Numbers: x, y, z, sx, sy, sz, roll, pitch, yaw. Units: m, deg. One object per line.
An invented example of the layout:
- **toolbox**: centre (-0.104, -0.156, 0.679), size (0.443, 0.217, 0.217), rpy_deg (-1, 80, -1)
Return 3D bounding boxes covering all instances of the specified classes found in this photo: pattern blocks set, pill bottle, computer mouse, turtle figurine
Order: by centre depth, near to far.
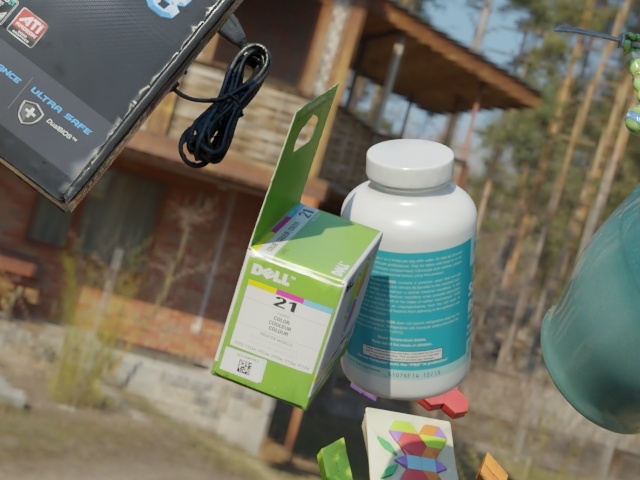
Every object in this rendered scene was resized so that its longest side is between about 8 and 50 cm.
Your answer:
- **computer mouse**: centre (-0.150, -0.205, 1.195), size (0.262, 0.184, 0.060), rpy_deg (42, -44, -11)
- **pill bottle**: centre (0.094, 0.029, 1.417), size (0.146, 0.264, 0.146), rpy_deg (0, 25, 0)
- **pattern blocks set**: centre (0.134, 0.320, 1.850), size (0.286, 0.324, 0.026), rpy_deg (0, -40, -26)
- **turtle figurine**: centre (0.583, -0.307, 2.126), size (0.274, 0.266, 0.198), rpy_deg (59, -21, -3)

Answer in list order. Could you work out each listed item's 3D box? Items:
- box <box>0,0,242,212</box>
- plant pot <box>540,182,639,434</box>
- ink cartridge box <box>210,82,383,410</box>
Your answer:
- **box**: centre (-0.216, -0.224, 0.998), size (0.295, 0.293, 0.073), rpy_deg (38, -8, -2)
- **plant pot**: centre (0.386, 0.081, 1.433), size (0.272, 0.271, 0.255), rpy_deg (16, -40, -22)
- **ink cartridge box**: centre (0.000, 0.000, 1.213), size (0.097, 0.255, 0.189), rpy_deg (21, 18, 8)
